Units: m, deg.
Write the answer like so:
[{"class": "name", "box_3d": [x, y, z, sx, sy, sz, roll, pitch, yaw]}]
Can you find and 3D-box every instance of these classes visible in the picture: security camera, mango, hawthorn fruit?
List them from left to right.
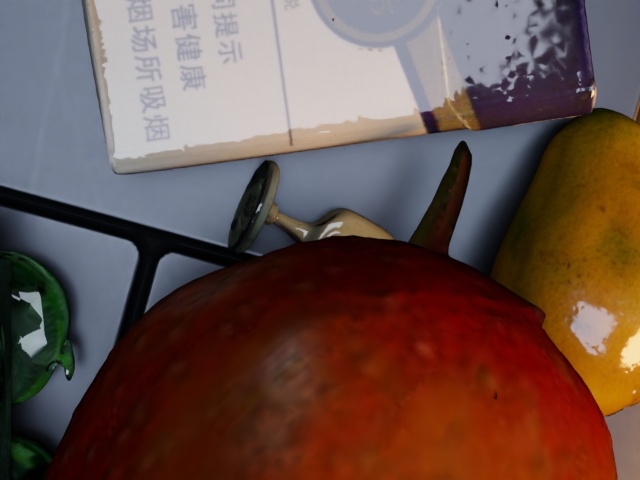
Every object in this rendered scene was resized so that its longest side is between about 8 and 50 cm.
[{"class": "security camera", "box_3d": [0.000, 0.000, 0.667, 0.092, 0.058, 0.058, 24, 93, -13]}, {"class": "hawthorn fruit", "box_3d": [0.016, 0.123, 0.575, 0.284, 0.285, 0.369, 17, 77, -4]}, {"class": "mango", "box_3d": [0.152, 0.015, 0.655, 0.111, 0.089, 0.163, 27, 85, -4]}]

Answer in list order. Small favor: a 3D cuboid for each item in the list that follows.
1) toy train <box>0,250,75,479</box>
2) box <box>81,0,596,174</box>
[{"class": "toy train", "box_3d": [-0.231, 0.100, 0.623, 0.188, 0.132, 0.243, 3, 94, 5]}, {"class": "box", "box_3d": [0.007, -0.131, 0.644, 0.259, 0.071, 0.168, -9, 94, -1]}]
